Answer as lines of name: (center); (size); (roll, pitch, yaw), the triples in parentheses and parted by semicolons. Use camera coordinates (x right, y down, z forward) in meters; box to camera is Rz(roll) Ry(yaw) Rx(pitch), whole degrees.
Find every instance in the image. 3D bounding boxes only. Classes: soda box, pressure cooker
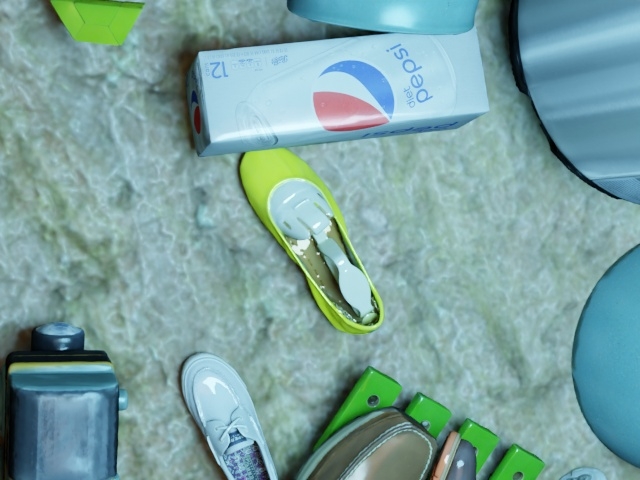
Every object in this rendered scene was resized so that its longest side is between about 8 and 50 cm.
soda box: (0.016, -0.147, 1.320); (0.286, 0.098, 0.091); (-7, 86, -14)
pressure cooker: (0.429, -0.212, 1.232); (0.370, 0.420, 0.375); (-24, 99, -24)

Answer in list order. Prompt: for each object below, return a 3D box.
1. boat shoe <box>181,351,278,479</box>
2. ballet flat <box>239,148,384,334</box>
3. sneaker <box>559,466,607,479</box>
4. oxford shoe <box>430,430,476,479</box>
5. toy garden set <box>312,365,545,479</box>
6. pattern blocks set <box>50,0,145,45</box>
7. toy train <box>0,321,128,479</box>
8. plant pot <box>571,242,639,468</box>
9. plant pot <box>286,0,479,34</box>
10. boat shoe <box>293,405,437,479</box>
boat shoe: (-0.090, 0.204, 1.370); (0.066, 0.063, 0.184); (-20, 103, -11)
ballet flat: (0.000, 0.000, 1.357); (0.077, 0.077, 0.231); (-33, 105, -10)
sneaker: (0.266, 0.372, 1.479); (0.232, 0.090, 0.115); (-47, 110, -3)
oxford shoe: (0.158, 0.318, 1.377); (0.098, 0.097, 0.271); (6, 118, 17)
toy garden set: (0.089, 0.266, 1.435); (0.244, 0.049, 0.204); (30, 96, -23)
pattern blocks set: (-0.203, -0.316, 1.202); (0.325, 0.026, 0.285); (12, 120, 1)
toy train: (-0.254, 0.250, 1.268); (0.142, 0.190, 0.334); (3, 97, -15)
plant pot: (0.447, 0.142, 1.435); (0.290, 0.195, 0.290); (-2, 99, -15)
plant pot: (0.068, -0.330, 1.243); (0.271, 0.271, 0.255); (2, 107, -15)
boat shoe: (0.008, 0.319, 1.332); (0.122, 0.120, 0.324); (34, 98, -24)
